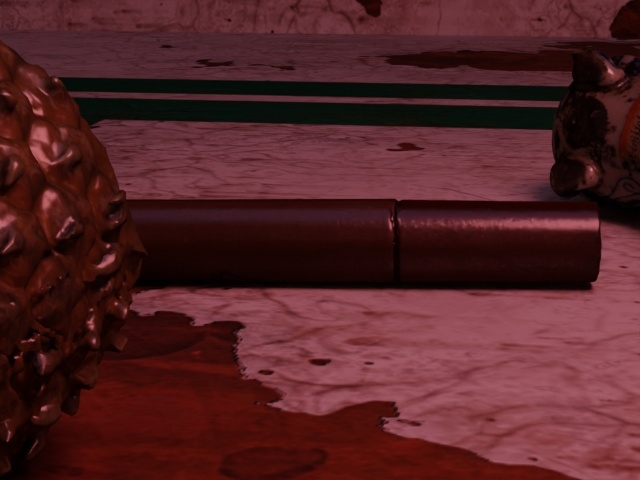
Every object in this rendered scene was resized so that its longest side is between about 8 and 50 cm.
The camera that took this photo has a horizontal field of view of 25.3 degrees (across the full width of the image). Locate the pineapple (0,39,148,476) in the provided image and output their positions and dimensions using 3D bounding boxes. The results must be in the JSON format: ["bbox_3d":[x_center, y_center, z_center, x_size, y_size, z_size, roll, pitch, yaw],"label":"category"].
[{"bbox_3d":[-0.203,0.051,0.511,0.202,0.202,0.362,4,28,16],"label":"pineapple"}]

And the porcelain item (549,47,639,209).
[{"bbox_3d":[0.301,-0.064,1.070,0.186,0.138,0.288,12,2,-29],"label":"porcelain item"}]

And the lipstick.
[{"bbox_3d":[0.000,0.000,0.926,0.356,0.057,0.057,-1,14,3],"label":"lipstick"}]
